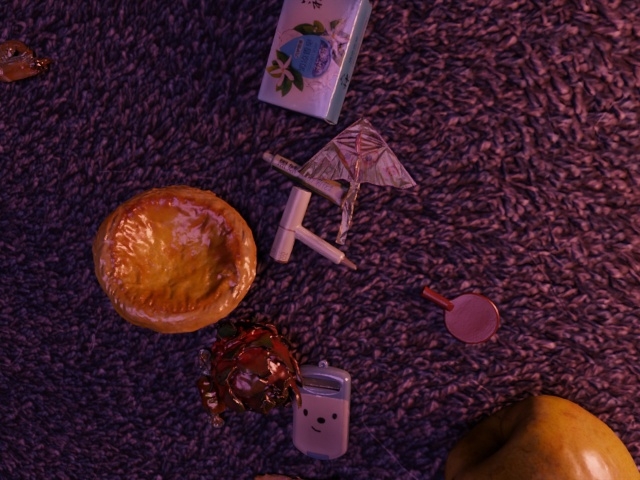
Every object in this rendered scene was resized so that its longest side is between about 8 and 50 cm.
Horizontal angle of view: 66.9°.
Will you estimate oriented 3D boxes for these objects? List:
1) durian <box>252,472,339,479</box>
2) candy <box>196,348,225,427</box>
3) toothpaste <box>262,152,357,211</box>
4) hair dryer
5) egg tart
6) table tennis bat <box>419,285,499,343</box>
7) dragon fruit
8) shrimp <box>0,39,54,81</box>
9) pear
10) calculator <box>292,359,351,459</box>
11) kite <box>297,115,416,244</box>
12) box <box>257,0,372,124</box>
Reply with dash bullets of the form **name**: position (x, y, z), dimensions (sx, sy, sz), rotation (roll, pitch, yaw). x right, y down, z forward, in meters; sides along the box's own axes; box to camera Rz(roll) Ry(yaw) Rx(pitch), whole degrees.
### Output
- **durian**: position (-0.059, 0.560, 1.016), dimensions (0.183, 0.165, 0.132), rotation (8, 57, -7)
- **candy**: position (-0.241, 0.329, 1.061), dimensions (0.053, 0.046, 0.181), rotation (-6, 96, 19)
- **toothpaste**: position (-0.025, -0.124, 0.958), dimensions (0.204, 0.031, 0.049), rotation (29, 98, 9)
- **hair dryer**: position (0.004, -0.007, 0.962), dimensions (0.183, 0.044, 0.154), rotation (20, 102, 8)
- **egg tart**: position (-0.288, 0.039, 0.978), dimensions (0.319, 0.128, 0.318), rotation (3, 73, -8)
- **table tennis bat**: position (0.259, 0.133, 0.911), dimensions (0.155, 0.019, 0.098), rotation (30, 104, 8)
- **dragon fruit**: position (-0.133, 0.252, 0.959), dimensions (0.182, 0.182, 0.188), rotation (-34, 42, 17)
- **shrimp**: position (-0.694, -0.416, 1.122), dimensions (0.180, 0.041, 0.099), rotation (3, 82, 17)
- **pear**: position (0.361, 0.420, 0.770), dimensions (0.304, 0.304, 0.303), rotation (2, 96, 16)
- **calculator**: position (0.002, 0.347, 0.998), dimensions (0.121, 0.039, 0.210), rotation (4, 97, 14)
- **kite**: position (0.067, -0.114, 0.926), dimensions (0.230, 0.012, 0.249), rotation (10, 92, 8)
- **box**: position (-0.011, -0.349, 0.903), dimensions (0.143, 0.083, 0.232), rotation (21, 102, 14)
